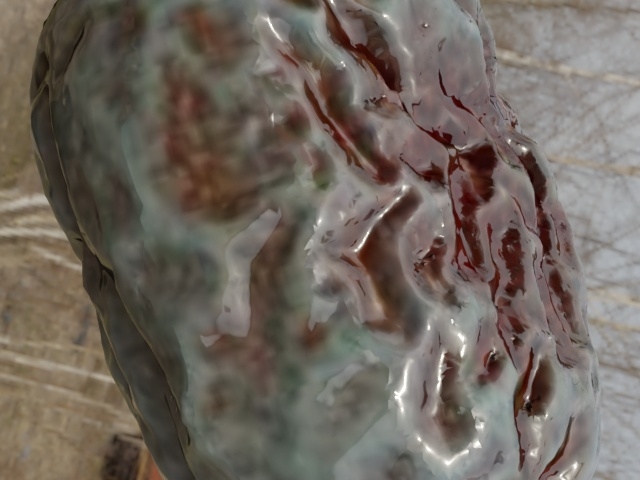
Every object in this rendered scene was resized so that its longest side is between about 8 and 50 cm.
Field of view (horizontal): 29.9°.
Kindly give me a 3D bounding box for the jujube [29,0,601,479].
[{"bbox_3d":[0.000,0.000,0.538,0.226,0.226,0.317,111,-44,-80],"label":"jujube"}]
